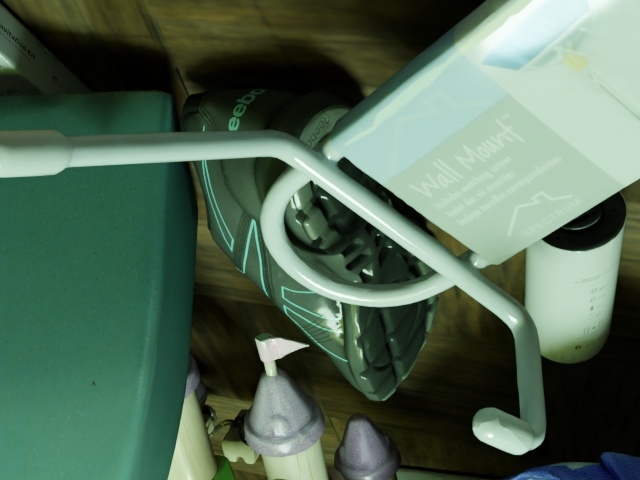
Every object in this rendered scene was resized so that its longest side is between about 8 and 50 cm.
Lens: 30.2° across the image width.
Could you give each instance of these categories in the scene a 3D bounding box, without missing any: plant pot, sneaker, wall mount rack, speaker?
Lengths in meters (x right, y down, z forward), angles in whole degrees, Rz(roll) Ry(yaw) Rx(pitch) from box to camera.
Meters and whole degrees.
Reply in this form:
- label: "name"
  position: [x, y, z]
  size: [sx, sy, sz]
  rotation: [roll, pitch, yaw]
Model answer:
- label: "plant pot"
  position: [-0.158, 0.059, 0.679]
  size: [0.165, 0.234, 0.166]
  rotation: [-3, 156, -1]
- label: "sneaker"
  position: [0.000, 0.000, 0.728]
  size: [0.106, 0.101, 0.267]
  rotation: [18, 149, 32]
- label: "wall mount rack"
  position: [0.060, -0.047, 0.474]
  size: [0.304, 0.131, 0.350]
  rotation: [33, 132, -25]
- label: "speaker"
  position: [0.147, 0.019, 0.692]
  size: [0.055, 0.055, 0.136]
  rotation: [9, 150, 15]

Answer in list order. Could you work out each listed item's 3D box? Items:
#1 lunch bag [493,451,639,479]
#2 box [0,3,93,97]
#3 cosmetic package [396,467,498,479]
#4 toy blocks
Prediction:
- label: "lunch bag"
  position: [0.224, 0.284, 0.810]
  size: [0.327, 0.239, 0.386]
  rotation: [3, 131, -24]
- label: "box"
  position: [-0.243, -0.104, 0.687]
  size: [0.145, 0.038, 0.186]
  rotation: [-17, 138, 28]
- label: "cosmetic package"
  position: [0.116, 0.316, 1.122]
  size: [0.183, 0.151, 0.151]
  rotation: [0, 145, 29]
- label: "toy blocks"
  position: [-0.105, 0.151, 0.874]
  size: [0.288, 0.309, 0.260]
  rotation: [4, 125, 25]
